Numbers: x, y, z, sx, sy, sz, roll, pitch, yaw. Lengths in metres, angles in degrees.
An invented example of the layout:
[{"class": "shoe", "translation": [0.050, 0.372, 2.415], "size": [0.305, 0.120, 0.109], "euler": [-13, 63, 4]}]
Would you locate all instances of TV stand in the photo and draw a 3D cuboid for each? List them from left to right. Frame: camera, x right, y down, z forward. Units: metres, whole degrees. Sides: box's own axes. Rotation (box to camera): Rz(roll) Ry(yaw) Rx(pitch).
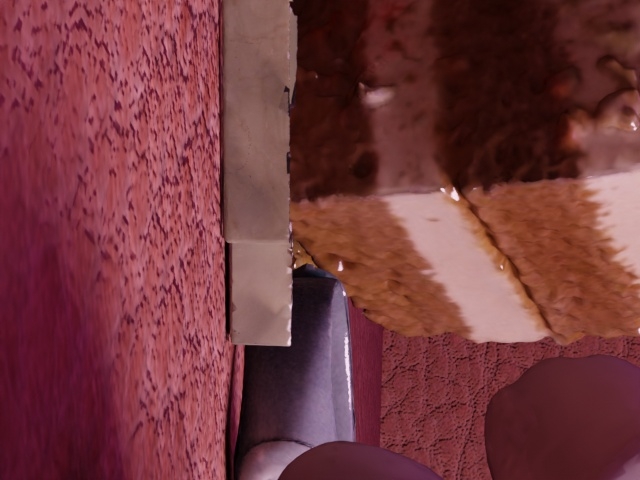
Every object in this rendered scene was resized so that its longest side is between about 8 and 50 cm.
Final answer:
[{"class": "TV stand", "translation": [-0.031, -0.067, 0.790], "size": [0.042, 0.036, 0.249], "euler": [-68, 159, -80]}]

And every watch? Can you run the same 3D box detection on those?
[{"class": "watch", "translation": [-0.010, 0.127, 0.911], "size": [0.193, 0.068, 0.206], "euler": [-79, 167, -60]}]

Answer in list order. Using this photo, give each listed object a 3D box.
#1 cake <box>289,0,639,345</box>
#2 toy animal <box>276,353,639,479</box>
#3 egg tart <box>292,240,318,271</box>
[{"class": "cake", "translation": [0.130, -0.091, 1.000], "size": [0.282, 0.290, 0.256], "euler": [47, 38, -57]}, {"class": "toy animal", "translation": [0.018, 0.164, 0.444], "size": [0.206, 0.271, 0.265], "euler": [50, -15, -6]}, {"class": "egg tart", "translation": [0.000, 0.000, 1.105], "size": [0.129, 0.049, 0.129], "euler": [-1, 90, -84]}]
